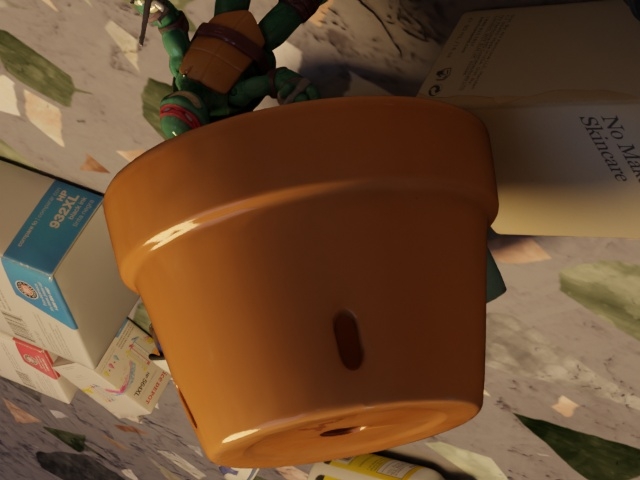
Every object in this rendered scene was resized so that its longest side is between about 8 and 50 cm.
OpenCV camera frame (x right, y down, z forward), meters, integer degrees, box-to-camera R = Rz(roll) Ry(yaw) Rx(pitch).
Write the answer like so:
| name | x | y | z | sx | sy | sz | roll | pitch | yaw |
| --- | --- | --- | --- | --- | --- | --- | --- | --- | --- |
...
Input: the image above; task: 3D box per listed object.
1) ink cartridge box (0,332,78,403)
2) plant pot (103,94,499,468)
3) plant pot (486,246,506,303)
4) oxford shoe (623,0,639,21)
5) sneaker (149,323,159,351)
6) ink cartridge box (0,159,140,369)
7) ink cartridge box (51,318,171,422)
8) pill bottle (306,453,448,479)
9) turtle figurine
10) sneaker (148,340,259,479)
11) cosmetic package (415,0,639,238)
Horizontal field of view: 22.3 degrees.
| name | x | y | z | sx | sy | sz | roll | pitch | yaw |
| --- | --- | --- | --- | --- | --- | --- | --- | --- | --- |
| ink cartridge box | -0.439 | 0.124 | 2.267 | 0.218 | 0.092 | 0.158 | 18 | 151 | 18 |
| plant pot | 0.000 | 0.045 | 1.176 | 0.291 | 0.203 | 0.291 | -10 | 164 | -3 |
| plant pot | 0.000 | 0.000 | 1.466 | 0.290 | 0.290 | 0.195 | -17 | 92 | 56 |
| oxford shoe | 0.197 | -0.232 | 1.055 | 0.096 | 0.083 | 0.227 | 38 | 165 | 38 |
| sneaker | -0.158 | 0.165 | 2.112 | 0.071 | 0.066 | 0.188 | 26 | 154 | 46 |
| ink cartridge box | -0.398 | 0.007 | 1.979 | 0.307 | 0.129 | 0.223 | 20 | 152 | 19 |
| ink cartridge box | -0.267 | 0.170 | 2.177 | 0.143 | 0.092 | 0.090 | 40 | 151 | -23 |
| pill bottle | 0.092 | 0.343 | 2.091 | 0.208 | 0.119 | 0.119 | 10 | 147 | 35 |
| turtle figurine | -0.072 | -0.154 | 1.257 | 0.175 | 0.234 | 0.118 | 30 | 153 | -1 |
| sneaker | -0.114 | 0.161 | 1.997 | 0.182 | 0.127 | 0.315 | 29 | 147 | 9 |
| cosmetic package | 0.241 | -0.089 | 1.202 | 0.309 | 0.113 | 0.160 | 2 | 143 | 44 |
